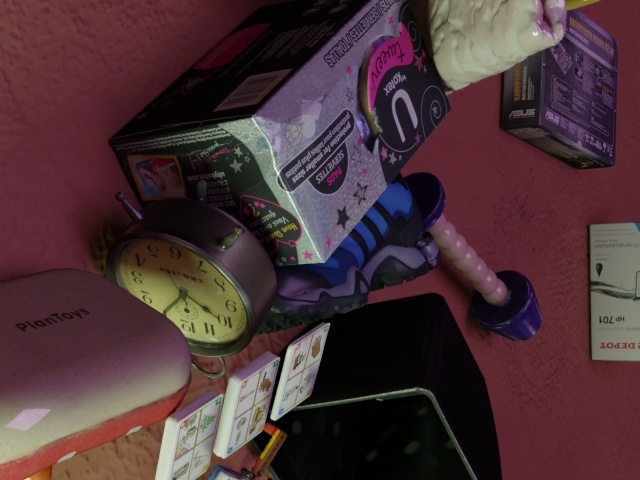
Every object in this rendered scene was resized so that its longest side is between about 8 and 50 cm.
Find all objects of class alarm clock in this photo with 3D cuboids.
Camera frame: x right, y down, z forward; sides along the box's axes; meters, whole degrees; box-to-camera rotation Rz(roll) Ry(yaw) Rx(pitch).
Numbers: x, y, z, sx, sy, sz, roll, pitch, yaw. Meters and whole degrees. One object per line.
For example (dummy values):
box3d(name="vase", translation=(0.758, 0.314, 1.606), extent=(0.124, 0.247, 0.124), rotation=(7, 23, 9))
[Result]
box3d(name="alarm clock", translation=(-0.098, 0.041, 0.976), extent=(0.064, 0.129, 0.192), rotation=(-56, 155, -43))

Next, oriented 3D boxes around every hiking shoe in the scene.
box3d(name="hiking shoe", translation=(0.000, 0.000, 1.137), extent=(0.304, 0.113, 0.132), rotation=(-22, 94, -60))

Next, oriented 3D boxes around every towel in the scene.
box3d(name="towel", translation=(0.111, -0.291, 1.135), extent=(0.053, 0.332, 0.317), rotation=(0, 84, -22))

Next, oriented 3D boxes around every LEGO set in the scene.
box3d(name="LEGO set", translation=(-0.084, 0.184, 0.970), extent=(0.182, 0.060, 0.244), rotation=(-30, 142, -47))

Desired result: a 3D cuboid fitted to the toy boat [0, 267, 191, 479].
box3d(name="toy boat", translation=(-0.204, 0.119, 0.831), extent=(0.231, 0.151, 0.151), rotation=(-15, 129, -53))

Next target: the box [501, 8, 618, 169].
box3d(name="box", translation=(0.315, -0.206, 1.606), extent=(0.231, 0.056, 0.183), rotation=(16, 74, -52))

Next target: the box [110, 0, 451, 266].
box3d(name="box", translation=(-0.023, -0.097, 1.045), extent=(0.247, 0.163, 0.142), rotation=(-51, 125, -42))

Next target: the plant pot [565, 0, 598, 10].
box3d(name="plant pot", translation=(0.253, -0.423, 1.403), extent=(0.254, 0.254, 0.239), rotation=(19, 56, -51))

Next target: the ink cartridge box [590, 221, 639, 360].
box3d(name="ink cartridge box", translation=(0.449, 0.071, 1.694), extent=(0.082, 0.139, 0.191), rotation=(9, 80, -54))

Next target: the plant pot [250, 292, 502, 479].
box3d(name="plant pot", translation=(0.064, 0.155, 1.143), extent=(0.187, 0.188, 0.167), rotation=(61, 32, -30))

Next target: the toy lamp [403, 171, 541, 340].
box3d(name="toy lamp", translation=(0.168, 0.030, 1.370), extent=(0.274, 0.080, 0.080), rotation=(42, 55, -42))
